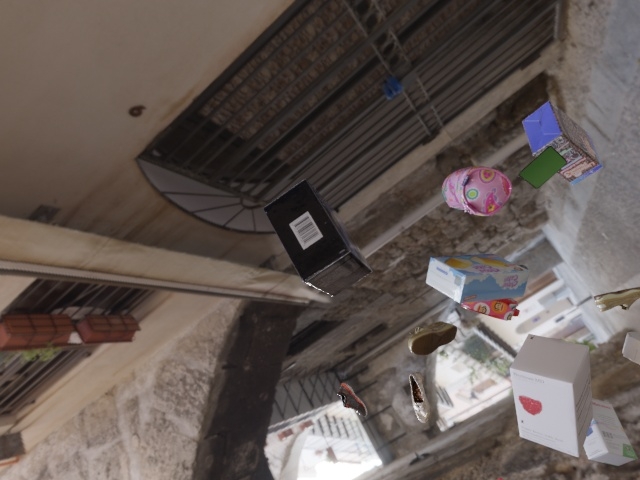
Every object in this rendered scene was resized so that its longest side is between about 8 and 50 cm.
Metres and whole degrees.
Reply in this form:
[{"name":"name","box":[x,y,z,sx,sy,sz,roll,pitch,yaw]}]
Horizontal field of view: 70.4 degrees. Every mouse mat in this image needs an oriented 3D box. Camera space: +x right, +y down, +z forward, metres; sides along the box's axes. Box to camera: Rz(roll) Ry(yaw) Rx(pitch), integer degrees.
[{"name":"mouse mat","box":[0.861,-0.279,1.754,0.189,0.153,0.007,17,-144,-43]}]

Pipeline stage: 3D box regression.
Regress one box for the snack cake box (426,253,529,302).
[{"name":"snack cake box","box":[0.472,0.109,1.364,0.264,0.089,0.152,-1,-162,-28]}]

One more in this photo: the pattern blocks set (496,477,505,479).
[{"name":"pattern blocks set","box":[0.704,1.169,1.827,0.026,0.285,0.325,26,-147,-32]}]

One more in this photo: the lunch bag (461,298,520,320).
[{"name":"lunch bag","box":[0.775,0.285,2.063,0.257,0.120,0.293,18,-176,13]}]

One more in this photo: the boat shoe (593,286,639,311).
[{"name":"boat shoe","box":[1.051,0.208,1.574,0.068,0.189,0.072,64,-167,-75]}]

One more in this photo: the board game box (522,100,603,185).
[{"name":"board game box","box":[1.048,-0.422,1.974,0.290,0.141,0.232,25,-132,-24]}]

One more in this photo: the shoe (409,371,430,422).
[{"name":"shoe","box":[0.440,0.708,2.047,0.058,0.076,0.219,18,-123,-49]}]

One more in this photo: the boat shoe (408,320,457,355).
[{"name":"boat shoe","box":[0.458,0.406,1.912,0.285,0.105,0.089,-4,-160,-38]}]

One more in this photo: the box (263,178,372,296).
[{"name":"box","box":[0.000,0.000,1.504,0.297,0.182,0.294,59,-172,23]}]

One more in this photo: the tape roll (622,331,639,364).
[{"name":"tape roll","box":[1.115,0.364,1.331,0.391,0.072,0.392,12,-175,-1]}]

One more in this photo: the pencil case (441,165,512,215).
[{"name":"pencil case","box":[0.391,-0.128,1.172,0.124,0.124,0.284,52,-170,-3]}]

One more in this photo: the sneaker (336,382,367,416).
[{"name":"sneaker","box":[0.113,0.616,1.719,0.065,0.061,0.158,-41,-82,-31]}]

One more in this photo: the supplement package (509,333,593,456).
[{"name":"supplement package","box":[0.708,0.465,1.384,0.175,0.177,0.293,-37,-60,-38]}]

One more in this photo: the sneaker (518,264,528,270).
[{"name":"sneaker","box":[0.702,0.130,1.867,0.110,0.282,0.122,44,-139,-36]}]

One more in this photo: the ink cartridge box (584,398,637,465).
[{"name":"ink cartridge box","box":[1.063,0.720,1.720,0.154,0.093,0.213,18,-137,-17]}]
